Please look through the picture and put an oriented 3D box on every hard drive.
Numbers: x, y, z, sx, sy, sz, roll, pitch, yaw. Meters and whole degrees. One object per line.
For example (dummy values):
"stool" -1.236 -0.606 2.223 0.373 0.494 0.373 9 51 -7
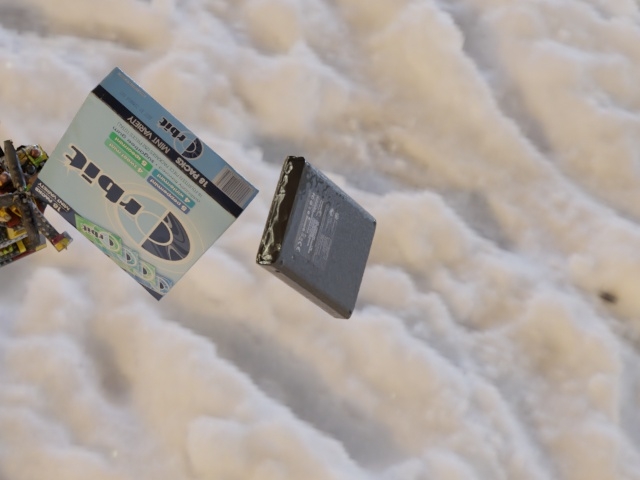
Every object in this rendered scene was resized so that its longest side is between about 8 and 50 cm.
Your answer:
"hard drive" 0.000 0.000 1.202 0.022 0.135 0.094 5 71 32

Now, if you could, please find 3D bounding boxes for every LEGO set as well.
"LEGO set" -0.406 -0.053 1.358 0.331 0.192 0.255 -18 70 -15

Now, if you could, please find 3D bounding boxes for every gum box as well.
"gum box" -0.156 -0.043 1.249 0.157 0.184 0.041 41 54 -4
